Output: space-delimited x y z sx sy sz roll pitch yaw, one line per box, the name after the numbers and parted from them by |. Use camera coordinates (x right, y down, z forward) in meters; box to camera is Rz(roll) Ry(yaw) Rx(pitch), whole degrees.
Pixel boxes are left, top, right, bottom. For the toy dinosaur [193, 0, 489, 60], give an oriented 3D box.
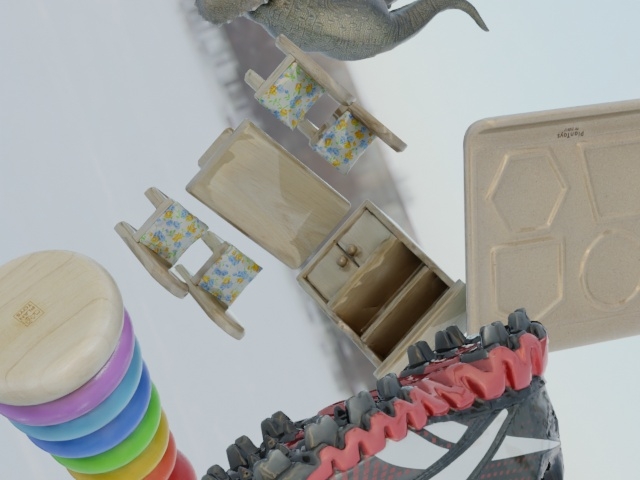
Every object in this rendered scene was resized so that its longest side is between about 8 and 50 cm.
-0.001 -0.216 1.619 0.313 0.121 0.160 24 31 -10 | toy dinosaur

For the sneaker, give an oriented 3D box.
0.050 0.139 0.995 0.097 0.276 0.135 -17 -87 46 | sneaker

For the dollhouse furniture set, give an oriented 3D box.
0.000 0.000 1.418 0.242 0.212 0.161 38 5 -42 | dollhouse furniture set

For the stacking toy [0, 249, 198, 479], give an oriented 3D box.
-0.188 0.157 1.471 0.330 0.141 0.141 69 -2 -49 | stacking toy

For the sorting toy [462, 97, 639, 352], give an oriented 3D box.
0.196 -0.009 1.394 0.038 0.193 0.208 31 -54 59 | sorting toy
